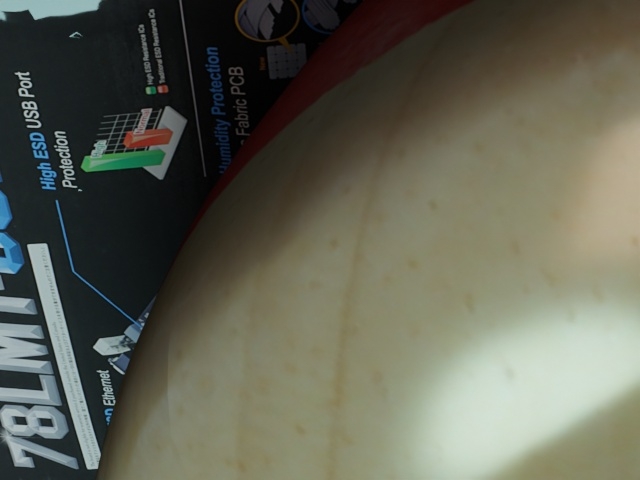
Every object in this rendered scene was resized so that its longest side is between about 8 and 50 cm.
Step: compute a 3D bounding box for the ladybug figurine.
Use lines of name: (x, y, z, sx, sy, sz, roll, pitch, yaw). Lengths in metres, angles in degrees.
ladybug figurine: (0.091, 0.063, 0.488, 0.305, 0.162, 0.449, -2, 138, -4)

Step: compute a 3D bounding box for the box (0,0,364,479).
box: (0.000, 0.000, 0.580, 0.293, 0.073, 0.295, -5, 137, 1)
